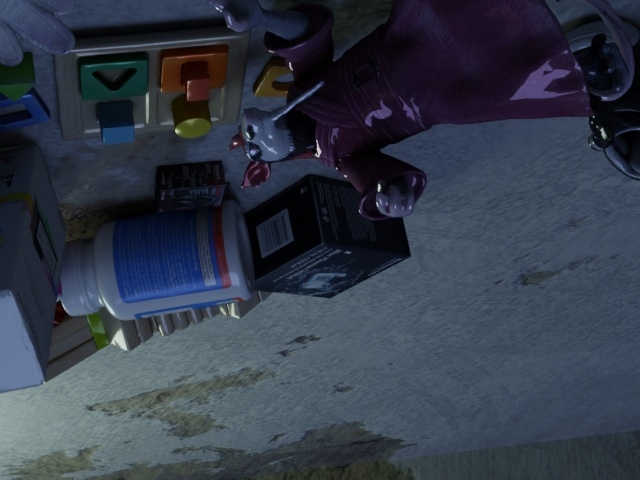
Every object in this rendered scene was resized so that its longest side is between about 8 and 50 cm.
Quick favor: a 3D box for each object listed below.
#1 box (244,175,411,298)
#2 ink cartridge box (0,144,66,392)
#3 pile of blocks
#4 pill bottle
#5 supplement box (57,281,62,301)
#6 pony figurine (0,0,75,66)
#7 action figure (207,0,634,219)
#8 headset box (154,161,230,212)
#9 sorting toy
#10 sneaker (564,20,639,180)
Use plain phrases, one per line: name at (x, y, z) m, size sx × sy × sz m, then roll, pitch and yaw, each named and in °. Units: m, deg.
box at (0.000, 0.000, 1.653) m, size 0.158 × 0.093 × 0.156 m, roll 8°, pitch 153°, yaw -43°
ink cartridge box at (-0.367, 0.033, 1.285) m, size 0.201 × 0.278 × 0.117 m, roll -11°, pitch 122°, yaw 1°
pile of blocks at (-0.241, 0.059, 1.706) m, size 0.362 × 0.149 × 0.112 m, roll -17°, pitch 117°, yaw -8°
pill bottle at (-0.197, 0.028, 1.575) m, size 0.222 × 0.124 × 0.124 m, roll -9°, pitch 160°, yaw 5°
supplement box at (-0.407, 0.054, 1.559) m, size 0.114 × 0.111 × 0.220 m, roll 5°, pitch 155°, yaw -37°
pony figurine at (-0.371, -0.137, 0.914) m, size 0.364 × 0.302 × 0.351 m, roll -3°, pitch 155°, yaw 24°
action figure at (0.069, -0.159, 1.211) m, size 0.370 × 0.248 × 0.276 m, roll -23°, pitch -177°, yaw 27°
headset box at (-0.145, -0.061, 1.502) m, size 0.083 × 0.032 × 0.062 m, roll -4°, pitch 159°, yaw -13°
sorting toy at (-0.158, -0.138, 1.268) m, size 0.348 × 0.047 × 0.196 m, roll -7°, pitch 159°, yaw -11°
sneaker at (0.367, -0.141, 1.379) m, size 0.269 × 0.153 × 0.101 m, roll 0°, pitch 157°, yaw -26°
